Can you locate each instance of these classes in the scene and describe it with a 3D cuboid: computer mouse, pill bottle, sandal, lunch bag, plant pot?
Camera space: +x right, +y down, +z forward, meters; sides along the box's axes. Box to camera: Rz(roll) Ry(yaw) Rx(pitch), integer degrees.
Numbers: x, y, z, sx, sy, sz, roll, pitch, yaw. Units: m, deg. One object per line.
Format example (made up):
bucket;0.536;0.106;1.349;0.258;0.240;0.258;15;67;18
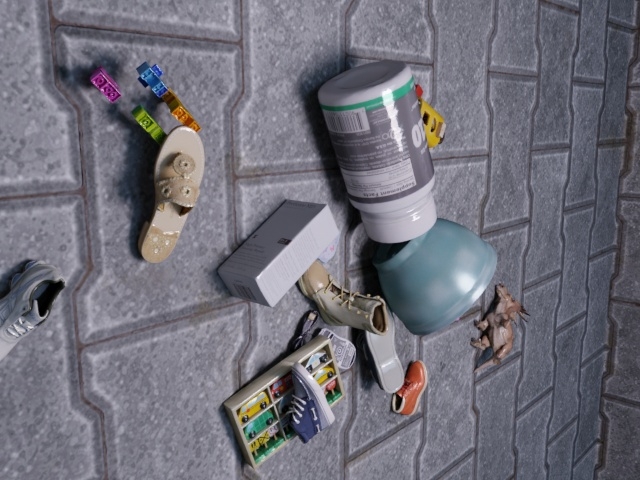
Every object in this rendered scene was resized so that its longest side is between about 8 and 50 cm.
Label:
computer mouse;0.009;0.241;1.434;0.193;0.042;0.106;40;63;-38
pill bottle;0.137;-0.189;1.373;0.204;0.204;0.361;-42;126;-35
sandal;-0.231;-0.061;1.019;0.088;0.079;0.240;7;112;-41
lunch bag;0.000;0.000;1.368;0.071;0.053;0.083;38;59;-47
plant pot;0.252;0.055;1.519;0.196;0.293;0.293;43;62;-14

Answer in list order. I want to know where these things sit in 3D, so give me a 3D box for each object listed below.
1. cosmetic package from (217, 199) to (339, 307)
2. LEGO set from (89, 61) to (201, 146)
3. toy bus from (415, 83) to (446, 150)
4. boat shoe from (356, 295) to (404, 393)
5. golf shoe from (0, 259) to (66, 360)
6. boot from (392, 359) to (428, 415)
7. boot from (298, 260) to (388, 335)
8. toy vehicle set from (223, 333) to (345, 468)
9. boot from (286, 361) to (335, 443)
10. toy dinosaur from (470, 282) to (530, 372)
cosmetic package;-0.079;0.019;1.235;0.231;0.117;0.086;-50;131;-32
LEGO set;-0.269;-0.222;1.013;0.087;0.093;0.227;-38;136;1
toy bus;0.260;-0.281;1.567;0.202;0.104;0.191;-37;123;-37
boat shoe;0.144;0.255;1.553;0.095;0.079;0.255;-26;108;-25
golf shoe;-0.430;0.109;0.882;0.069;0.086;0.176;47;65;-44
boot;0.244;0.404;1.715;0.084;0.059;0.158;19;84;-43
boot;0.052;0.124;1.363;0.077;0.165;0.213;-53;132;-28
toy vehicle set;-0.069;0.341;1.334;0.266;0.035;0.166;-32;121;-30
boot;-0.036;0.341;1.290;0.086;0.069;0.190;-37;124;-20
toy dinosaur;0.595;0.301;2.045;0.200;0.127;0.296;1;102;-55
